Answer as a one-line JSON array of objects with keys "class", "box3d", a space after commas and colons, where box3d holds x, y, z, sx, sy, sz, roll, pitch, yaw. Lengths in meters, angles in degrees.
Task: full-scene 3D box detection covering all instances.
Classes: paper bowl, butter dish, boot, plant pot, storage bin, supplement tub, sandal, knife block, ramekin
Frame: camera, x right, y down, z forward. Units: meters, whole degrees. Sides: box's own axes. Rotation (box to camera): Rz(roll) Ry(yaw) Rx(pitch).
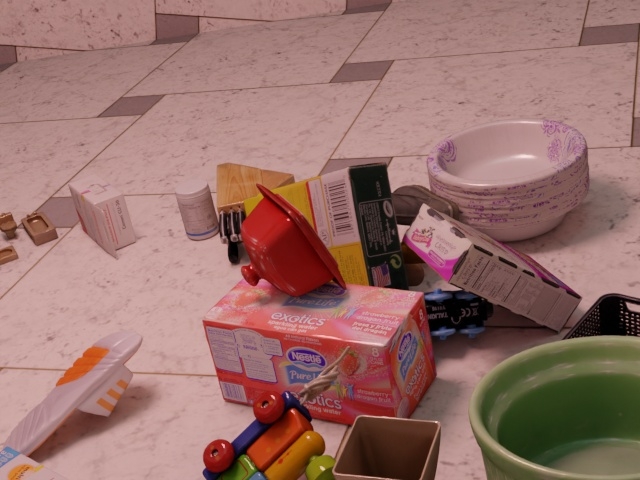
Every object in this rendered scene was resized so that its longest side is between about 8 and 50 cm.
[{"class": "paper bowl", "box3d": [0.340, -0.101, 1.782, 0.284, 0.148, 0.284, -9, 28, 5]}, {"class": "butter dish", "box3d": [-0.062, 0.020, 1.413, 0.118, 0.160, 0.160, -39, 30, -7]}, {"class": "boot", "box3d": [0.109, -0.058, 1.685, 0.208, 0.076, 0.189, -4, 9, -32]}, {"class": "plant pot", "box3d": [0.088, 0.288, 1.199, 0.109, 0.096, 0.109, 0, 30, 21]}, {"class": "storage bin", "box3d": [0.405, 0.159, 1.337, 0.122, 0.084, 0.180, 13, 37, 39]}, {"class": "supplement tub", "box3d": [-0.246, -0.062, 1.975, 0.071, 0.107, 0.071, -9, 27, 5]}, {"class": "sandal", "box3d": [-0.362, 0.246, 1.491, 0.265, 0.076, 0.102, -45, 29, -15]}, {"class": "knife block", "box3d": [-0.167, -0.053, 1.948, 0.275, 0.088, 0.242, 14, 36, 38]}, {"class": "ramekin", "box3d": [0.325, 0.241, 1.109, 0.303, 0.148, 0.303, -8, 20, 3]}]

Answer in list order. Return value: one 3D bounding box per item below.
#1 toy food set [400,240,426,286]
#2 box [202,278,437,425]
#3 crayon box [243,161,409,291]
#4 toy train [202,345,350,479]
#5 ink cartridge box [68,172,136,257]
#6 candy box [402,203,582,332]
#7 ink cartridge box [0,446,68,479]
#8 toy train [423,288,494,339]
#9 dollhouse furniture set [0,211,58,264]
[{"class": "toy food set", "box3d": [0.083, 0.032, 1.634, 0.104, 0.111, 0.232, 0, 10, -38]}, {"class": "box", "box3d": [-0.001, 0.154, 1.426, 0.299, 0.154, 0.142, 5, 32, 30]}, {"class": "crayon box", "box3d": [0.000, 0.000, 1.584, 0.081, 0.202, 0.318, -10, 1, -35]}, {"class": "toy train", "box3d": [-0.017, 0.254, 1.232, 0.248, 0.105, 0.143, -43, 46, -4]}, {"class": "ink cartridge box", "box3d": [-0.441, -0.052, 2.024, 0.067, 0.115, 0.198, -24, 31, -24]}, {"class": "candy box", "box3d": [0.257, 0.042, 1.484, 0.233, 0.071, 0.159, 25, 12, -28]}, {"class": "ink cartridge box", "box3d": [-0.395, 0.350, 1.304, 0.181, 0.062, 0.104, 13, 36, 38]}, {"class": "toy train", "box3d": [0.169, 0.111, 1.501, 0.184, 0.080, 0.105, -6, 2, -18]}, {"class": "dollhouse furniture set", "box3d": [-0.654, -0.046, 2.084, 0.151, 0.123, 0.144, -23, 30, -21]}]
